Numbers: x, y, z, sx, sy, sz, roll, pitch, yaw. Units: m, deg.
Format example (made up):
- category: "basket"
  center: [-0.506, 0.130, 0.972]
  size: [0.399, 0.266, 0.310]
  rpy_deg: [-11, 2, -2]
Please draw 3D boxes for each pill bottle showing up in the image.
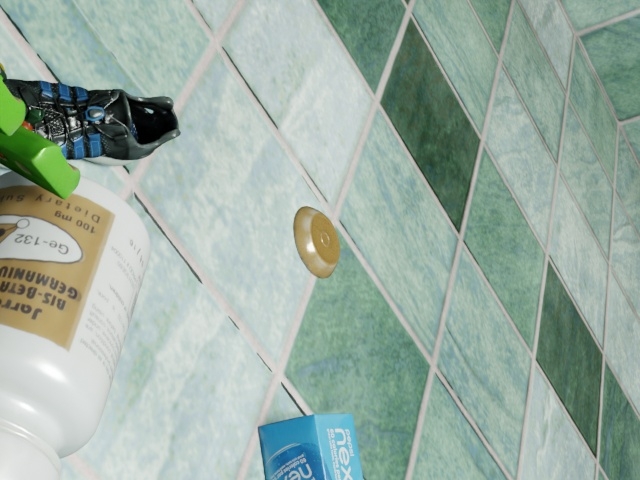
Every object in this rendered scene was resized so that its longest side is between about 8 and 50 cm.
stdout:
- category: "pill bottle"
  center: [-0.200, 0.074, 0.736]
  size: [0.131, 0.131, 0.229]
  rpy_deg: [48, 37, -37]

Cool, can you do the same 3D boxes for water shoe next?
- category: "water shoe"
  center: [-0.193, -0.101, 0.894]
  size: [0.203, 0.080, 0.073]
  rpy_deg: [-9, 82, -61]

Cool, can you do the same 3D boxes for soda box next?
- category: "soda box"
  center: [0.003, 0.270, 1.041]
  size: [0.071, 0.067, 0.210]
  rpy_deg: [14, 62, -57]

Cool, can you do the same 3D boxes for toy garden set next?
- category: "toy garden set"
  center: [-0.265, -0.147, 0.692]
  size: [0.049, 0.203, 0.244]
  rpy_deg: [-52, 145, -17]

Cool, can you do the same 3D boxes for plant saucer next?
- category: "plant saucer"
  center: [0.000, 0.000, 1.237]
  size: [0.083, 0.015, 0.083]
  rpy_deg: [36, 45, -46]
